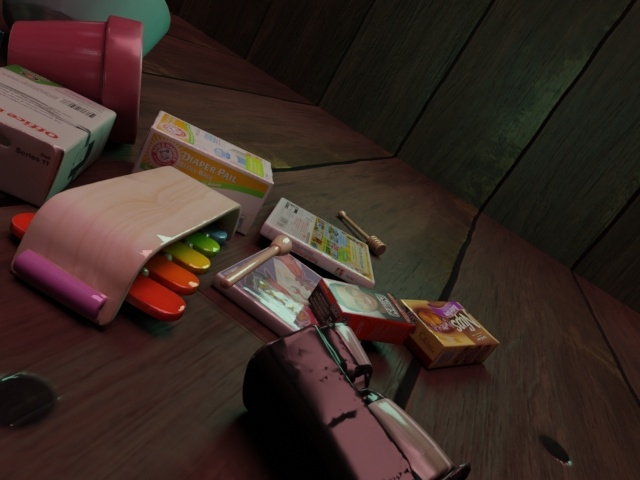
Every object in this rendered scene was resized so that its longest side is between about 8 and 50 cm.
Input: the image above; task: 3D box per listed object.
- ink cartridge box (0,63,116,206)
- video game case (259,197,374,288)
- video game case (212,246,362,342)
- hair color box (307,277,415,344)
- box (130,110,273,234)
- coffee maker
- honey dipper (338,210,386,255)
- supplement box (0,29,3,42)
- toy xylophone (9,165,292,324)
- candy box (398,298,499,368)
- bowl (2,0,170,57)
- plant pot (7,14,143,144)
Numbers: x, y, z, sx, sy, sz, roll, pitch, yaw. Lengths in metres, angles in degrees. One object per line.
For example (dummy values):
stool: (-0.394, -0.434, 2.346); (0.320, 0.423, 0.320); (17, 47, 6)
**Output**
ink cartridge box: (-0.380, -0.144, 0.626); (0.153, 0.087, 0.208); (26, 21, -16)
video game case: (0.000, 0.000, 0.888); (0.206, 0.026, 0.227); (29, 14, -5)
video game case: (-0.026, 0.086, 0.683); (0.201, 0.023, 0.183); (34, 20, 9)
hair color box: (0.059, 0.101, 0.676); (0.141, 0.043, 0.072); (15, 28, -37)
box: (-0.191, -0.110, 0.789); (0.203, 0.103, 0.114); (24, 21, -19)
coffee maker: (0.006, 0.167, 0.406); (0.171, 0.120, 0.178); (7, 31, -47)
honey dipper: (0.088, -0.021, 1.087); (0.030, 0.030, 0.160); (11, 24, -42)
supplement box: (-0.568, -0.317, 0.769); (0.083, 0.083, 0.056); (4, 34, -50)
toy xylophone: (-0.177, -0.002, 0.580); (0.236, 0.081, 0.323); (32, 20, 12)
candy box: (0.208, 0.154, 0.811); (0.187, 0.053, 0.109); (9, 30, -44)
bowl: (-0.471, -0.427, 0.941); (0.312, 0.163, 0.311); (13, -14, 3)
plant pot: (-0.387, -0.266, 0.779); (0.180, 0.201, 0.201); (4, 30, -22)
